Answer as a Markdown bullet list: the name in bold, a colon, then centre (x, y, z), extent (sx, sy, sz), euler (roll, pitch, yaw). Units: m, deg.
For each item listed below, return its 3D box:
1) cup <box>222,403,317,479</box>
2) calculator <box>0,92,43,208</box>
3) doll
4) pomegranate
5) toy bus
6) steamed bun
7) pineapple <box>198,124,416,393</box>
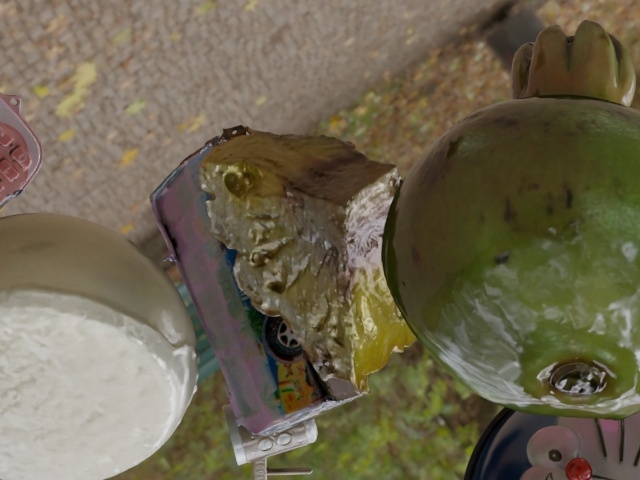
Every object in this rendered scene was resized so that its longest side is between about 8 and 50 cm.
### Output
- **cup**: centre (-0.054, 0.228, 1.379), extent (0.099, 0.102, 0.074), euler (-15, 164, -6)
- **calculator**: centre (-0.541, -0.090, 1.633), extent (0.330, 0.220, 0.048), euler (-41, -159, -5)
- **doll**: centre (0.277, 0.243, 1.030), extent (0.310, 0.284, 0.240), euler (5, 156, 10)
- **pomegranate**: centre (0.127, -0.023, 0.682), extent (0.190, 0.159, 0.240), euler (-155, -97, -78)
- **toy bus**: centre (-0.073, 0.049, 1.288), extent (0.138, 0.317, 0.112), euler (-30, 166, 20)
- **steamed bun**: centre (-0.256, 0.088, 1.114), extent (0.283, 0.283, 0.177), euler (-41, -147, 25)
- **pineapple**: centre (0.000, 0.000, 0.941), extent (0.114, 0.236, 0.186), euler (-45, -173, -38)
